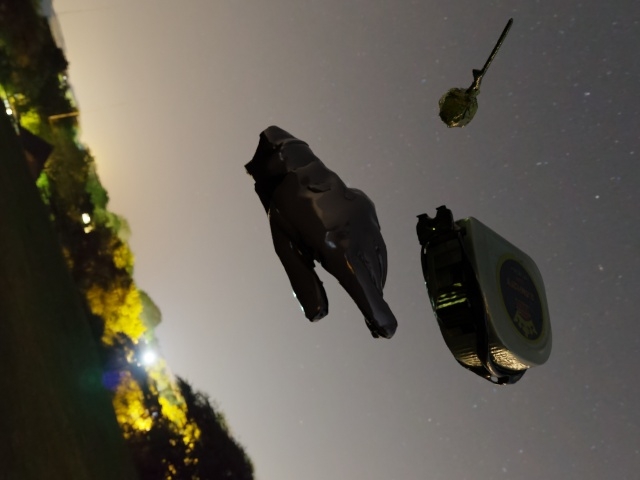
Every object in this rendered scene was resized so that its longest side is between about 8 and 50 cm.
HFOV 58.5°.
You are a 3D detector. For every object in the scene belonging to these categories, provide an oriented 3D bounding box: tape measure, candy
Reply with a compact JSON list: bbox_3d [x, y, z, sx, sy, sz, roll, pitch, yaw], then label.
[{"bbox_3d":[0.227,0.090,0.820,0.115,0.235,0.207,-22,-128,42],"label":"tape measure"},{"bbox_3d":[0.136,-0.143,0.498,0.123,0.035,0.035,113,-26,-61],"label":"candy"}]

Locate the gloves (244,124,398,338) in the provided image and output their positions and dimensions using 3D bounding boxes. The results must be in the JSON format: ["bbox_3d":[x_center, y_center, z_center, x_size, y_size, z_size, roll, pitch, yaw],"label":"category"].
[{"bbox_3d":[-0.001,-0.008,0.656,0.285,0.142,0.119,56,-23,12],"label":"gloves"}]
